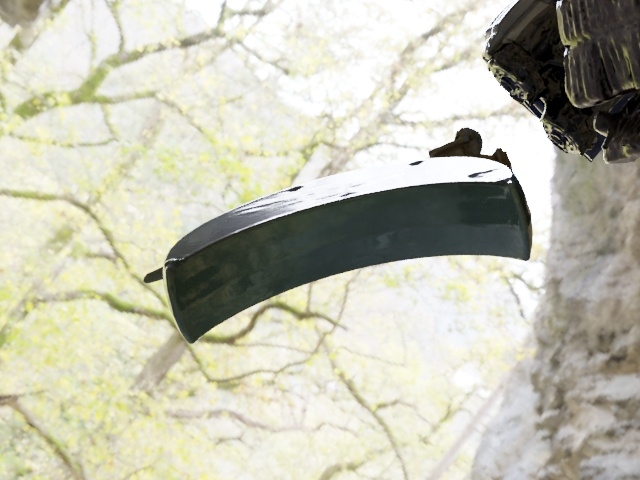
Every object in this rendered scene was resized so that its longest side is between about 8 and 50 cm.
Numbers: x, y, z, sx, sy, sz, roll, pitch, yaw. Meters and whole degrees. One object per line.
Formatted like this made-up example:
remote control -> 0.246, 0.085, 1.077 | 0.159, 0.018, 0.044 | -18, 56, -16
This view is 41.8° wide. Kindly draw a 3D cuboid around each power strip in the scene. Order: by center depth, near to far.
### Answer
power strip -> 0.000, 0.000, 0.455 | 0.137, 0.216, 0.044 | -84, 159, -73

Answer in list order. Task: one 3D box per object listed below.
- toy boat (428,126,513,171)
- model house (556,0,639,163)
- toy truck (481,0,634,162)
toy boat -> 0.250, -0.093, 1.346 | 0.321, 0.121, 0.089 | 38, 40, -69
model house -> 0.328, -0.211, 0.638 | 0.282, 0.297, 0.317 | 35, -3, -17
toy truck -> 0.296, -0.211, 1.049 | 0.213, 0.161, 0.177 | 44, -3, -12
